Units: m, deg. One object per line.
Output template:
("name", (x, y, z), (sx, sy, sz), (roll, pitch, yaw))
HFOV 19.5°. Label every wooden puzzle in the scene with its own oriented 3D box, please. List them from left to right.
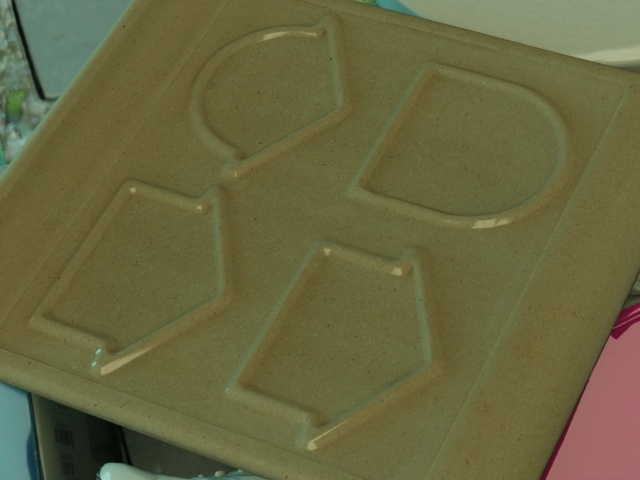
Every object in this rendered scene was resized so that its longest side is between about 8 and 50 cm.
("wooden puzzle", (0.000, 0.000, 1.061), (0.347, 0.080, 0.322), (20, 57, 18))

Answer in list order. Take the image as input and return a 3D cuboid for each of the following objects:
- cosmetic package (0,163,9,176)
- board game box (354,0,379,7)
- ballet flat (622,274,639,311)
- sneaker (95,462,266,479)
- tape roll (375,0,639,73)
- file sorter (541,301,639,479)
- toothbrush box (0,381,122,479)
("cosmetic package", (-0.253, 0.027, 1.238), (0.238, 0.107, 0.127), (-8, 80, 9))
("board game box", (0.078, -0.182, 1.267), (0.154, 0.026, 0.103), (-14, 79, 5))
("ballet flat", (0.075, 0.013, 1.191), (0.408, 0.147, 0.147), (7, 82, 15))
("sneaker", (-0.028, 0.145, 1.027), (0.190, 0.071, 0.083), (17, 73, 5))
("tape roll", (0.187, -0.274, 1.210), (0.392, 0.072, 0.392), (-4, 69, 11))
("file sorter", (0.118, 0.194, 1.121), (0.290, 0.182, 0.202), (-27, 79, 3))
("toothbrush box", (-0.289, 0.147, 1.162), (0.295, 0.216, 0.126), (-9, 79, 5))
